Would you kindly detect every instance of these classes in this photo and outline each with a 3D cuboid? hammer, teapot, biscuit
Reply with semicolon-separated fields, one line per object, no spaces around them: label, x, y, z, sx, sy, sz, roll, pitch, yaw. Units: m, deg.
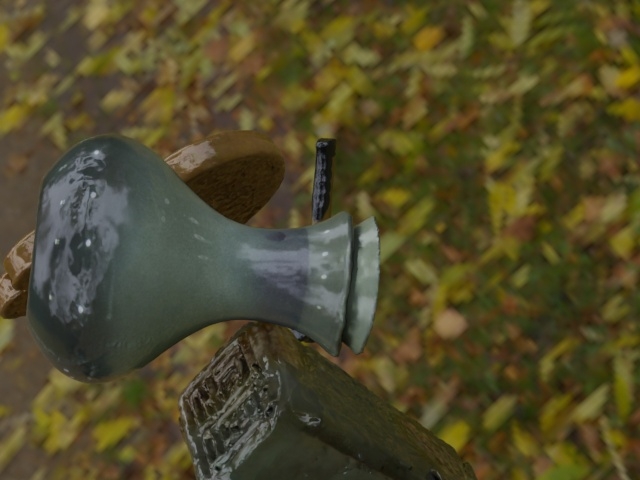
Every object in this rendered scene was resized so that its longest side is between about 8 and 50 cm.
hammer;0.000;0.000;1.852;0.021;0.078;0.201;4;89;21
teapot;-0.087;0.022;1.397;0.183;0.251;0.183;-173;90;-80
biscuit;-0.155;-0.014;1.639;0.289;0.202;0.044;-23;71;-27

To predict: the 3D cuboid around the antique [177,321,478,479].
antique;0.023;0.204;1.639;0.125;0.284;0.150;-47;29;16
